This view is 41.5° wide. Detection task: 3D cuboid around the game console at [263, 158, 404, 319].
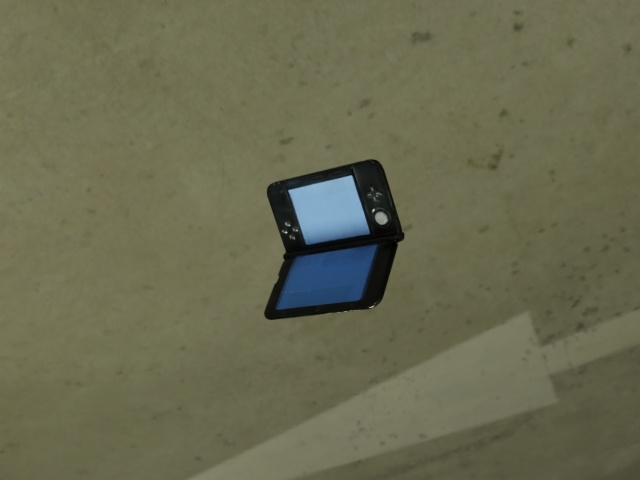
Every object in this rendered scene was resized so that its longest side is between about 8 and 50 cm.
[{"bbox_3d":[0.000,0.000,0.704,0.122,0.107,0.071,-10,-167,36],"label":"game console"}]
